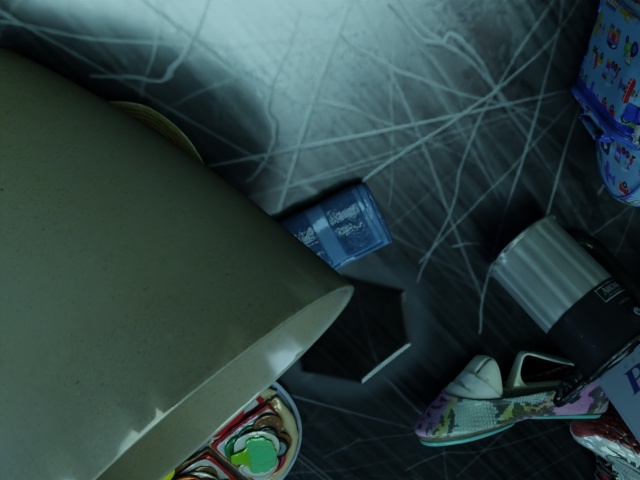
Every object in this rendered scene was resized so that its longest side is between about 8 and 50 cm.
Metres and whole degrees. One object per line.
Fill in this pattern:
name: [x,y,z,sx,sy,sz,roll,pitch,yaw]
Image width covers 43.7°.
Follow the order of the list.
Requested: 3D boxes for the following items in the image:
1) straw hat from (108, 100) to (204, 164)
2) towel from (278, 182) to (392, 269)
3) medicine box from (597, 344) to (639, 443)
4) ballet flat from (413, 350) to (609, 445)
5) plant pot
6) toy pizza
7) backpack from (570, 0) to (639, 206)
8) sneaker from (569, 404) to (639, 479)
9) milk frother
straw hat: [-0.132,-0.049,0.636,0.144,0.061,0.145,8,118,15]
towel: [0.000,0.000,0.714,0.119,0.029,0.067,-26,118,2]
medicine box: [0.465,0.132,0.766,0.289,0.149,0.263,24,119,-37]
ballet flat: [0.197,0.153,0.819,0.221,0.077,0.079,-5,99,-15]
plant pot: [-0.161,0.014,0.524,0.256,0.256,0.274,-43,79,10]
toy pizza: [-0.116,0.207,0.791,0.201,0.032,0.201,-5,117,-10]
backpack: [0.278,-0.106,0.659,0.116,0.158,0.173,5,127,-6]
sneaker: [0.348,0.264,0.894,0.092,0.088,0.225,-44,117,12]
milk frother: [0.223,0.072,0.750,0.129,0.135,0.143,-4,139,-53]
